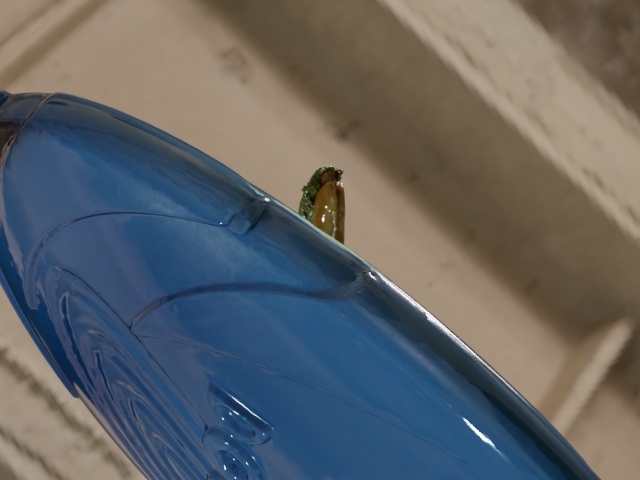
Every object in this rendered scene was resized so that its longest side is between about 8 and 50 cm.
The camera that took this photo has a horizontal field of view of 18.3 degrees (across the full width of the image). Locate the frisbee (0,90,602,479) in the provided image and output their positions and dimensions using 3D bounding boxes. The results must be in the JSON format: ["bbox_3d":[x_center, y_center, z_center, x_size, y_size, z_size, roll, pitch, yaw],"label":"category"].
[{"bbox_3d":[-0.007,0.060,0.490,0.242,0.242,0.045,46,-110,-12],"label":"frisbee"}]

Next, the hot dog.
[{"bbox_3d":[0.000,0.000,1.014,0.021,0.083,0.037,-7,-154,-14],"label":"hot dog"}]
